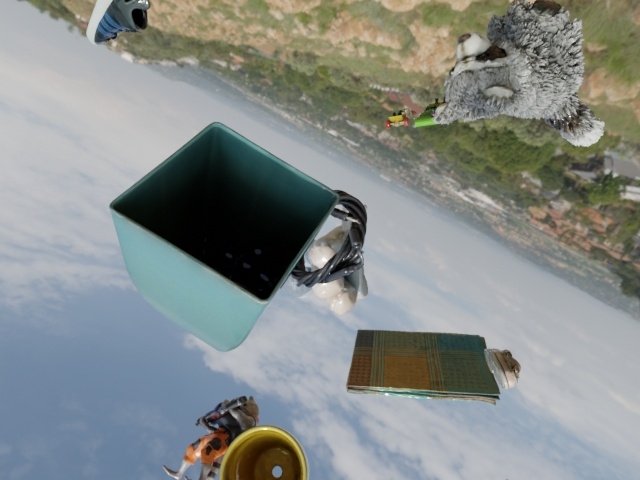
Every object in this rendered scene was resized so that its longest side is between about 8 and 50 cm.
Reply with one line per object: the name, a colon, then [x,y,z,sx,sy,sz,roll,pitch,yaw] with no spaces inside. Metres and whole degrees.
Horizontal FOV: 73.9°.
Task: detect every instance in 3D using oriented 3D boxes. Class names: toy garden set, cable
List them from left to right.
cable: [0.000,0.000,0.708,0.047,0.185,0.150,10,-117,-41]
toy garden set: [0.330,-0.415,1.352,0.204,0.049,0.244,-2,-153,26]

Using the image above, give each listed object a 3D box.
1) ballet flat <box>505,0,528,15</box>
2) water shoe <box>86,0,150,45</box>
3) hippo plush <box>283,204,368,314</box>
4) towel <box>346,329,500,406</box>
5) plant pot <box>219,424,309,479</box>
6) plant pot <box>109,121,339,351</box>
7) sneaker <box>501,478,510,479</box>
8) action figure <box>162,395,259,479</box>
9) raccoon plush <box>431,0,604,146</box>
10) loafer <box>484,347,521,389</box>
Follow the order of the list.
ballet flat: [0.497,-0.498,1.072,0.073,0.206,0.067,0,-158,24]
water shoe: [-0.353,-0.390,0.752,0.080,0.072,0.203,30,157,-29]
hippo plush: [-0.023,0.047,1.130,0.237,0.293,0.234,-5,174,30]
towel: [0.270,0.333,1.159,0.371,0.040,0.271,0,-159,13]
plant pot: [-0.152,0.708,1.300,0.254,0.254,0.239,32,161,20]
plant pot: [-0.117,0.026,0.506,0.166,0.234,0.165,31,-130,3]
sneaker: [0.141,0.290,0.275,0.107,0.110,0.275,41,-154,-8]
action figure: [-0.329,0.640,1.369,0.178,0.341,0.330,51,-130,2]
raccoon plush: [0.446,-0.279,0.884,0.447,0.299,0.216,33,157,-10]
loafer: [0.256,0.170,0.587,0.125,0.039,0.045,12,-117,-78]
